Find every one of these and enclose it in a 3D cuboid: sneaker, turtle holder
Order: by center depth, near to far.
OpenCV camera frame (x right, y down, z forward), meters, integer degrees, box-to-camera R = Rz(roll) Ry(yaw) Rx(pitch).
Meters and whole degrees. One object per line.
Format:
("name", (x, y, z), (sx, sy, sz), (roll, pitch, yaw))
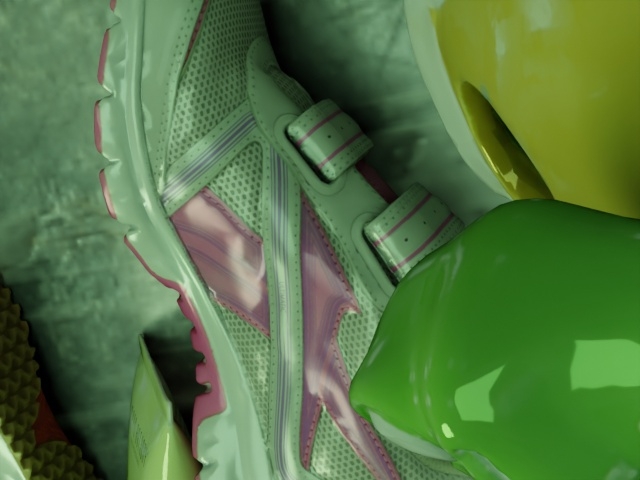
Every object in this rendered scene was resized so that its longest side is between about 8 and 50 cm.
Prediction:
("turtle holder", (0.144, -0.052, 0.497), (0.227, 0.243, 0.320), (-2, 64, 36))
("sneaker", (0.000, 0.000, 0.664), (0.111, 0.103, 0.252), (-12, 105, 16))
("sneaker", (-0.148, 0.080, 0.742), (0.084, 0.069, 0.185), (-25, 93, 17))

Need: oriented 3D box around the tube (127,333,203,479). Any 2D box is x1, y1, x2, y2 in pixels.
("tube", (-0.051, 0.161, 0.728), (0.070, 0.062, 0.240), (6, 109, 37))
